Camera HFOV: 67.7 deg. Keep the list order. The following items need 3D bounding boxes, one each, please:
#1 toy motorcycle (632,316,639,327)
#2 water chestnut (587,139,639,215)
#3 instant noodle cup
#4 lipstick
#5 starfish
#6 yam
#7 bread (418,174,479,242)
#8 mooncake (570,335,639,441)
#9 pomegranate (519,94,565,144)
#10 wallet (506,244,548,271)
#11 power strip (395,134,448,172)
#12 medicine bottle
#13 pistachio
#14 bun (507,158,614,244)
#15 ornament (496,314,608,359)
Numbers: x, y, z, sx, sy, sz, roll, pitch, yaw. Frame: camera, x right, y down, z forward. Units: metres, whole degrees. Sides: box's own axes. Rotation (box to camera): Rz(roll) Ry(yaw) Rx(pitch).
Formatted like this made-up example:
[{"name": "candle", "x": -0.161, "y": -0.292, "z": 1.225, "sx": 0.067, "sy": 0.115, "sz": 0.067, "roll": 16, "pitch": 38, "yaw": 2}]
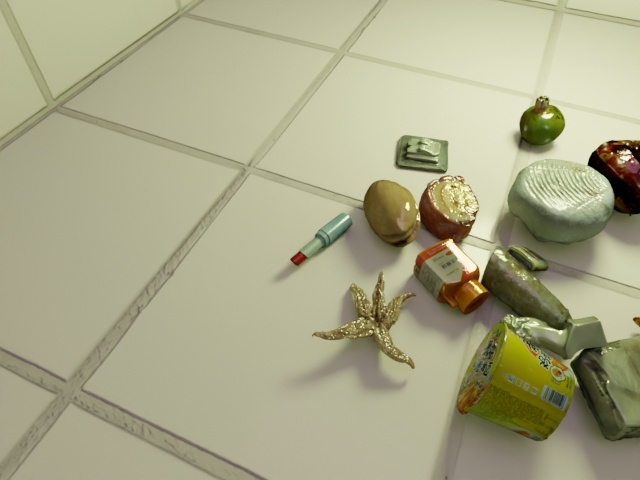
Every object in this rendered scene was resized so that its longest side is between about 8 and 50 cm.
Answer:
[{"name": "toy motorcycle", "x": 1.094, "y": 0.278, "z": 1.395, "sx": 0.171, "sy": 0.089, "sz": 0.298, "roll": -42, "pitch": 60, "yaw": -17}, {"name": "water chestnut", "x": 1.125, "y": -0.250, "z": 1.711, "sx": 0.299, "sy": 0.300, "sz": 0.300, "roll": 0, "pitch": 50, "yaw": -1}, {"name": "instant noodle cup", "x": 0.501, "y": 0.367, "z": 1.224, "sx": 0.200, "sy": 0.264, "sz": 0.264, "roll": 26, "pitch": 54, "yaw": 10}, {"name": "lipstick", "x": 0.000, "y": 0.000, "z": 1.627, "sx": 0.061, "sy": 0.068, "sz": 0.274, "roll": 37, "pitch": 57, "yaw": 22}, {"name": "starfish", "x": 0.151, "y": 0.219, "z": 1.440, "sx": 0.301, "sy": 0.084, "sz": 0.294, "roll": 13, "pitch": 47, "yaw": 5}, {"name": "yam", "x": 0.627, "y": 0.169, "z": 1.465, "sx": 0.133, "sy": 0.133, "sz": 0.330, "roll": -32, "pitch": 64, "yaw": -24}, {"name": "bread", "x": 0.456, "y": -0.105, "z": 1.688, "sx": 0.190, "sy": 0.123, "sz": 0.244, "roll": -10, "pitch": 51, "yaw": -7}, {"name": "mooncake", "x": 0.818, "y": 0.393, "z": 1.270, "sx": 0.254, "sy": 0.136, "sz": 0.250, "roll": -4, "pitch": 47, "yaw": -6}, {"name": "pomegranate", "x": 0.912, "y": -0.499, "z": 1.968, "sx": 0.179, "sy": 0.210, "sz": 0.180, "roll": -10, "pitch": 49, "yaw": 11}, {"name": "wallet", "x": 0.678, "y": 0.056, "z": 1.559, "sx": 0.155, "sy": 0.039, "sz": 0.110, "roll": 4, "pitch": 36, "yaw": -50}, {"name": "power strip", "x": 0.421, "y": -0.372, "z": 1.948, "sx": 0.213, "sy": 0.065, "sz": 0.198, "roll": 8, "pitch": 52, "yaw": 4}, {"name": "medicine bottle", "x": 0.416, "y": 0.117, "z": 1.507, "sx": 0.149, "sy": 0.112, "sz": 0.222, "roll": -25, "pitch": 55, "yaw": -19}, {"name": "pistachio", "x": 0.245, "y": -0.104, "z": 1.662, "sx": 0.181, "sy": 0.162, "sz": 0.293, "roll": -29, "pitch": 52, "yaw": 10}, {"name": "bun", "x": 0.836, "y": -0.130, "z": 1.669, "sx": 0.354, "sy": 0.194, "sz": 0.355, "roll": -1, "pitch": 50, "yaw": 2}, {"name": "ornament", "x": 0.631, "y": 0.269, "z": 1.323, "sx": 0.285, "sy": 0.130, "sz": 0.121, "roll": -4, "pitch": 86, "yaw": 34}]
